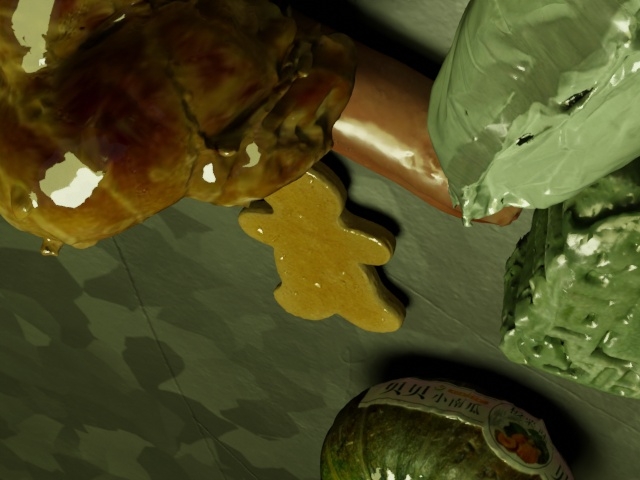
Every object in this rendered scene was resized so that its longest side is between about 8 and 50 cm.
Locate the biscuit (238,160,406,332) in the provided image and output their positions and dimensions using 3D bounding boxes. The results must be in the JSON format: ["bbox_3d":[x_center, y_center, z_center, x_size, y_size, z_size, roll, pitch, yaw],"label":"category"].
[{"bbox_3d":[0.001,-0.001,1.355,0.158,0.035,0.240,11,143,23],"label":"biscuit"}]

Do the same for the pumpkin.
[{"bbox_3d":[0.128,0.254,1.475,0.260,0.189,0.260,12,117,24],"label":"pumpkin"}]

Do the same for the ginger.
[{"bbox_3d":[-0.115,-0.171,1.015,0.274,0.152,0.358,-4,100,5],"label":"ginger"}]

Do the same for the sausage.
[{"bbox_3d":[-0.021,-0.135,1.139,0.419,0.094,0.094,28,127,1],"label":"sausage"}]

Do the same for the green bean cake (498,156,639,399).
[{"bbox_3d":[0.254,0.020,1.086,0.222,0.125,0.227,16,141,-4],"label":"green bean cake"}]

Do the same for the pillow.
[{"bbox_3d":[0.186,-0.159,0.793,0.138,0.283,0.310,38,152,7],"label":"pillow"}]
